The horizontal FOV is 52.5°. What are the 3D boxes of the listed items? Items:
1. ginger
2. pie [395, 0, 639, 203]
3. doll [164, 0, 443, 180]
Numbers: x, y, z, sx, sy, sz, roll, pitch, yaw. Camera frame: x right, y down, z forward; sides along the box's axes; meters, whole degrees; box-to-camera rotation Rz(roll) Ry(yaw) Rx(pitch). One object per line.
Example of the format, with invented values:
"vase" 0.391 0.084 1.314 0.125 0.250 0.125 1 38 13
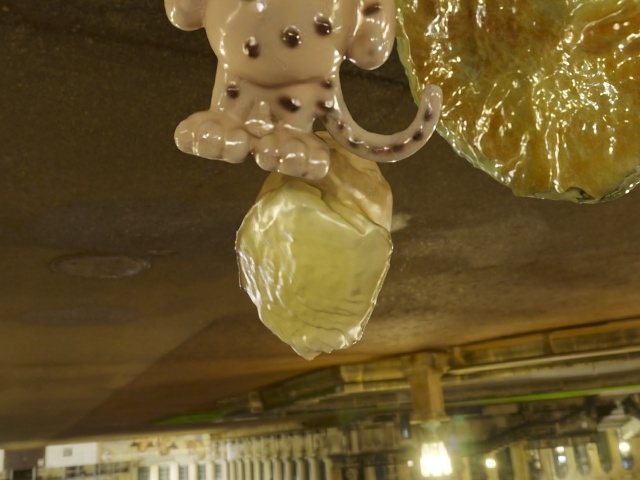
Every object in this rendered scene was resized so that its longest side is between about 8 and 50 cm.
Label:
"ginger" -0.002 0.004 0.509 0.115 0.122 0.193 24 138 2
"pie" 0.181 -0.164 0.524 0.071 0.306 0.306 -28 176 -30
"doll" -0.005 -0.170 0.334 0.154 0.277 0.119 4 -168 0
